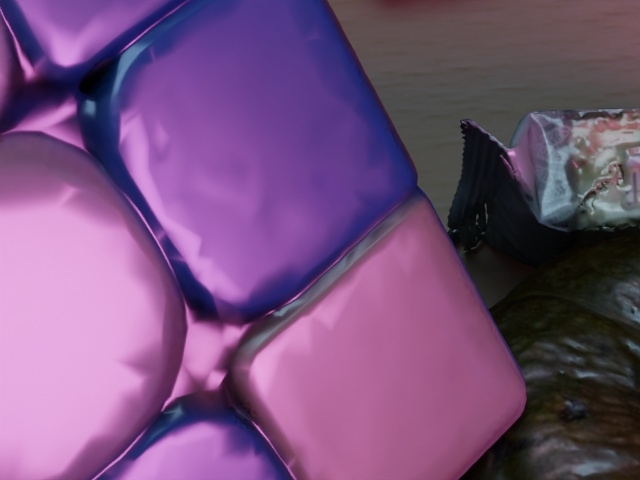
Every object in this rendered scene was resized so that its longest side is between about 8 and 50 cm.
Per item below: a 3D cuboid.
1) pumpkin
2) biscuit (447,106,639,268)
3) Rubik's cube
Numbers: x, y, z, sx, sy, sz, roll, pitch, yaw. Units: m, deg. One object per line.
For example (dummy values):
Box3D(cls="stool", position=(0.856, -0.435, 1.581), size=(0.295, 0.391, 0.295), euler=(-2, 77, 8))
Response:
Box3D(cls="pumpkin", position=(0.159, 0.105, 0.608), size=(0.232, 0.242, 0.325), euler=(27, 53, 12))
Box3D(cls="biscuit", position=(0.229, -0.026, 0.747), size=(0.309, 0.186, 0.079), euler=(-1, 75, 2))
Box3D(cls="Rubik's cube", position=(-0.190, 0.020, 0.554), size=(0.347, 0.346, 0.344), euler=(-41, 26, -23))
